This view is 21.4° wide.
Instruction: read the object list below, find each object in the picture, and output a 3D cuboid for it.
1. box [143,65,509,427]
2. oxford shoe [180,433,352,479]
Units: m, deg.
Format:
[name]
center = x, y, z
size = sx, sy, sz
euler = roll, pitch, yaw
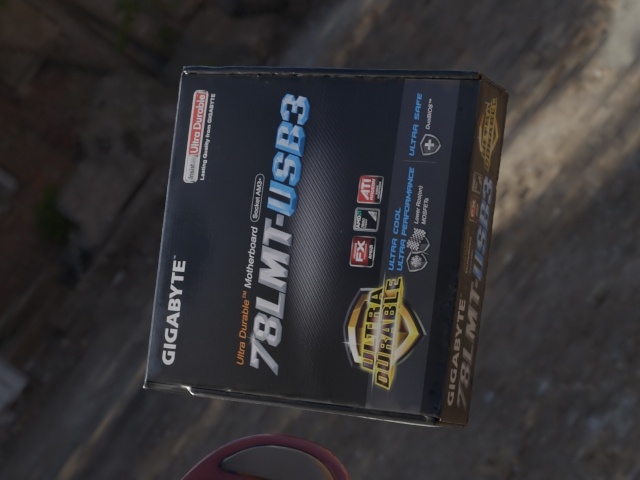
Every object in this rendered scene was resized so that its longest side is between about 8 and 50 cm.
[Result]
[box]
center = 0.000, 0.000, 1.458
size = 0.073, 0.293, 0.296
euler = 17, -101, -63
[oxford shoe]
center = -0.062, 0.259, 0.760
size = 0.130, 0.123, 0.348
euler = 74, -147, -64
